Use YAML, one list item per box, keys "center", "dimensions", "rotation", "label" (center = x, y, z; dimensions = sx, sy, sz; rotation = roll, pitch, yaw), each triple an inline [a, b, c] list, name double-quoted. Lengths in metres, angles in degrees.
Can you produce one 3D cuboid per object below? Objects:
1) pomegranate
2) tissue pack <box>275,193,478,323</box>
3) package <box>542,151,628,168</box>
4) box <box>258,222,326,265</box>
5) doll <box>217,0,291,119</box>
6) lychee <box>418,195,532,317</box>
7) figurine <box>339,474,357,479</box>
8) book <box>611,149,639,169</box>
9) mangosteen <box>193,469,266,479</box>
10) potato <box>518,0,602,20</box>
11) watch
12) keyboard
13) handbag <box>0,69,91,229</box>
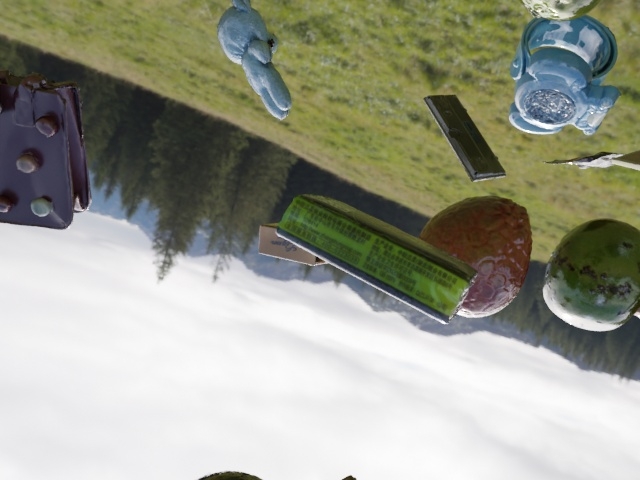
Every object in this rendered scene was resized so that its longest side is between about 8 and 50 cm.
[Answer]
- center: [0.706, 0.105, 1.492]
  dimensions: [0.291, 0.291, 0.323]
  rotation: [16, -157, -43]
  label: "pomegranate"
- center: [0.080, 0.017, 0.785]
  dimensions: [0.235, 0.073, 0.173]
  rotation: [28, -171, 14]
  label: "tissue pack"
- center: [0.719, -0.209, 1.602]
  dimensions: [0.239, 0.030, 0.154]
  rotation: [-2, -179, -29]
  label: "package"
- center: [0.000, 0.001, 1.327]
  dimensions: [0.152, 0.070, 0.237]
  rotation: [11, -172, 35]
  label: "box"
- center: [-0.084, -0.271, 0.905]
  dimensions: [0.180, 0.075, 0.120]
  rotation: [53, 153, 3]
  label: "doll"
- center: [0.313, 0.041, 1.284]
  dimensions: [0.255, 0.300, 0.255]
  rotation: [16, -141, -13]
  label: "lychee"
- center: [0.072, 0.834, 1.824]
  dimensions: [0.177, 0.173, 0.247]
  rotation: [14, -139, 25]
  label: "figurine"
- center: [0.762, -0.179, 1.270]
  dimensions: [0.241, 0.018, 0.170]
  rotation: [-16, -158, -12]
  label: "book"
- center: [-0.233, 0.790, 1.497]
  dimensions: [0.381, 0.421, 0.381]
  rotation: [0, 145, 0]
  label: "mangosteen"
- center: [0.283, -0.376, 0.691]
  dimensions: [0.148, 0.253, 0.186]
  rotation: [17, 171, 12]
  label: "potato"
- center: [0.446, -0.312, 1.114]
  dimensions: [0.211, 0.193, 0.211]
  rotation: [20, 159, 8]
  label: "watch"
- center: [0.167, -0.122, 0.715]
  dimensions: [0.049, 0.129, 0.015]
  rotation: [-8, 149, -28]
  label: "keyboard"
- center: [-0.415, -0.120, 0.799]
  dimensions: [0.203, 0.216, 0.074]
  rotation: [8, -146, -1]
  label: "handbag"
